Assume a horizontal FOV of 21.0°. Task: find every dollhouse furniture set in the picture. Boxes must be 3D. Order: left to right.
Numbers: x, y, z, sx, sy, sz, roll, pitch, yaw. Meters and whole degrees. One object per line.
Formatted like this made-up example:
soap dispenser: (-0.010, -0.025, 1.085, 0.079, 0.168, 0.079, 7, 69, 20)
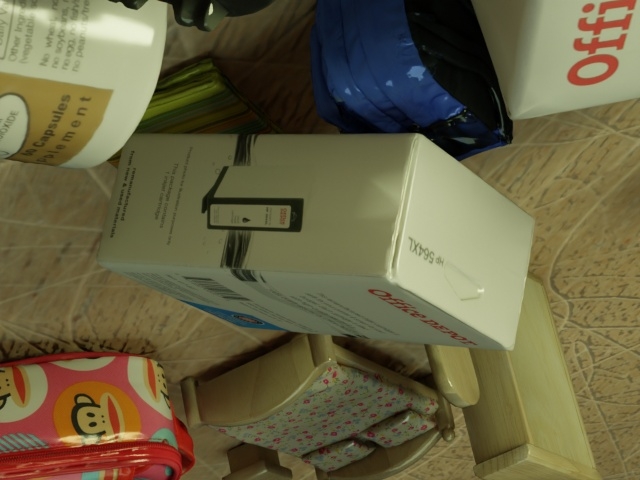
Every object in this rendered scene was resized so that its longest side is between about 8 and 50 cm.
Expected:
dollhouse furniture set: (0.009, 0.157, 1.321, 0.355, 0.174, 0.303, -28, 149, 25)

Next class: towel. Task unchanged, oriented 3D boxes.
towel: (-0.055, -0.043, 1.089, 0.102, 0.021, 0.237, -17, 154, 19)

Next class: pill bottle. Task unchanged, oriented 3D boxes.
pill bottle: (-0.197, -0.109, 0.779, 0.229, 0.131, 0.131, 7, 146, -33)

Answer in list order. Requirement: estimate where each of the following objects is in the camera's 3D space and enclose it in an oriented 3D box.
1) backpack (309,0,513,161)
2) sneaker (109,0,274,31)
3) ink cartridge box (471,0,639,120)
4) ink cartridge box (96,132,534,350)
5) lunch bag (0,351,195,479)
backpack: (0.043, -0.097, 0.941, 0.101, 0.098, 0.120, -20, 153, 22)
sneaker: (-0.128, -0.193, 0.696, 0.276, 0.135, 0.097, 20, 157, -11)
ink cartridge box: (0.257, -0.217, 0.732, 0.395, 0.166, 0.285, -11, 153, -4)
ink cartridge box: (0.000, 0.000, 0.990, 0.203, 0.086, 0.148, 2, 164, 34)
lunch bag: (-0.225, 0.188, 1.351, 0.258, 0.120, 0.293, -5, 153, -22)
